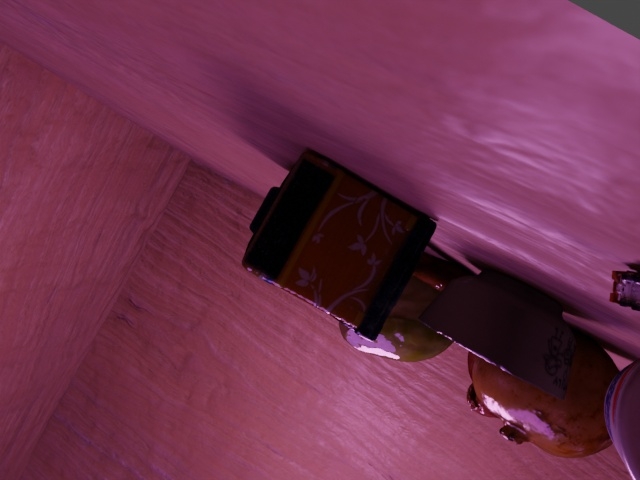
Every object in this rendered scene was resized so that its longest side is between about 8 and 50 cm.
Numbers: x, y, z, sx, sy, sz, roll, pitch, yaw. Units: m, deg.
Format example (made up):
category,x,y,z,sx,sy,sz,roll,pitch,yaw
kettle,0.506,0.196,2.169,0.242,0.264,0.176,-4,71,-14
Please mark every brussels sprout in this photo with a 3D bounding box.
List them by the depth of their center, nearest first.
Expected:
category,x,y,z,sx,sy,sz,roll,pitch,yaw
brussels sprout,0.183,0.134,0.886,0.293,0.228,0.259,-2,-179,-21

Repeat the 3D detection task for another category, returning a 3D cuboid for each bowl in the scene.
category,x,y,z,sx,sy,sz,roll,pitch,yaw
bowl,0.255,0.115,0.573,0.211,0.112,0.211,29,-179,0

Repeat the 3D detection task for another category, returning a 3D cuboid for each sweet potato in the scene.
category,x,y,z,sx,sy,sz,roll,pitch,yaw
sweet potato,0.196,0.055,0.687,0.264,0.058,0.057,21,-176,-34

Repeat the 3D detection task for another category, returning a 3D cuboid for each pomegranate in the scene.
category,x,y,z,sx,sy,sz,roll,pitch,yaw
pomegranate,0.397,0.260,0.735,0.248,0.248,0.248,29,180,0

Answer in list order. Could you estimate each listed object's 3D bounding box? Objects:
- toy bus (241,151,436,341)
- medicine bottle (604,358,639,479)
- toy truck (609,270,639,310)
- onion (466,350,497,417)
category,x,y,z,sx,sy,sz,roll,pitch,yaw
toy bus,0.000,0.000,0.582,0.194,0.162,0.323,29,178,-10
medicine bottle,0.322,0.160,0.352,0.130,0.130,0.340,28,180,37
toy truck,0.200,0.033,0.226,0.031,0.024,0.083,6,-177,-3
onion,0.587,0.388,1.201,0.353,0.354,0.353,29,180,0
